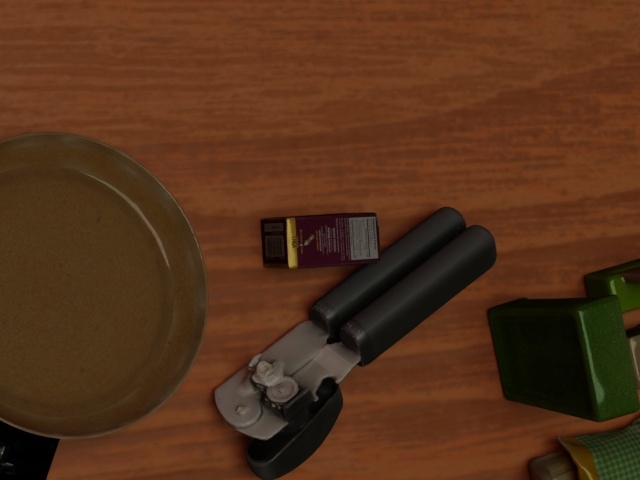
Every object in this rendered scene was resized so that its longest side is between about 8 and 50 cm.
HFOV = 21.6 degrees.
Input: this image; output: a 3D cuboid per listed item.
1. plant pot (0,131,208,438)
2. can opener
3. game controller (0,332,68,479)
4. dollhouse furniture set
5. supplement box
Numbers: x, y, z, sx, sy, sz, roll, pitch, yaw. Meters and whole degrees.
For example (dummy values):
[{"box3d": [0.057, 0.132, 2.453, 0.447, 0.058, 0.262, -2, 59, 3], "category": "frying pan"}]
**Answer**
[{"box3d": [-0.197, 0.035, 1.268, 0.236, 0.032, 0.236, 8, 73, -28], "category": "plant pot"}, {"box3d": [0.030, 0.078, 1.387, 0.280, 0.074, 0.093, -40, 140, -18], "category": "can opener"}, {"box3d": [-0.341, 0.112, 1.205, 0.319, 0.067, 0.166, 24, 79, -23], "category": "game controller"}, {"box3d": [0.290, 0.177, 1.451, 0.197, 0.151, 0.301, -15, 96, -24], "category": "dollhouse furniture set"}, {"box3d": [0.000, 0.000, 1.371, 0.083, 0.055, 0.043, -3, 91, -26], "category": "supplement box"}]
